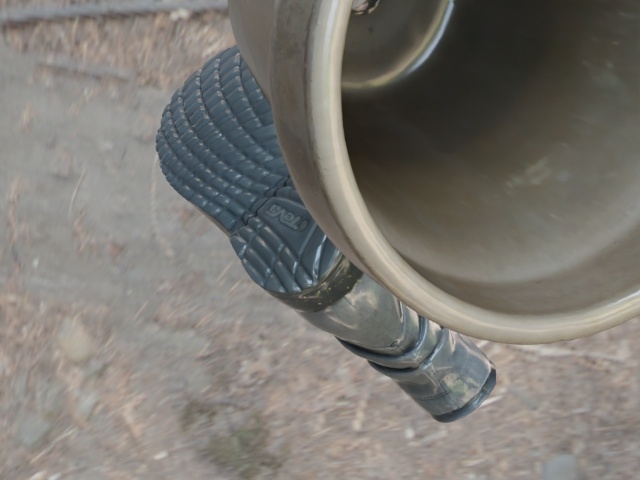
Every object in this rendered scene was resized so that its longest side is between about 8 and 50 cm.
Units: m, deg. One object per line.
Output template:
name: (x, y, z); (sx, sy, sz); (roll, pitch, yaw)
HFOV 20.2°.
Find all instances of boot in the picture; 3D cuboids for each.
boot: (0.000, 0.000, 1.413); (0.118, 0.338, 0.223); (-39, 129, 11)

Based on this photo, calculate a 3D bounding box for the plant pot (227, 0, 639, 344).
plant pot: (0.063, -0.105, 0.868); (0.263, 0.229, 0.263); (-9, 110, -26)
